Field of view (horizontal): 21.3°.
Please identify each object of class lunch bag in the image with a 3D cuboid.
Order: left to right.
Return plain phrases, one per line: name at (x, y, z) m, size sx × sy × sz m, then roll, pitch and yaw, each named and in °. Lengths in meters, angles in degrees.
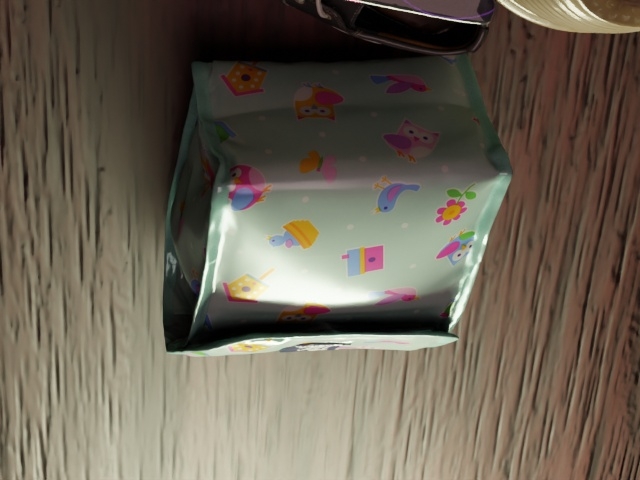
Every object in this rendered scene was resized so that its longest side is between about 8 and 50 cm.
lunch bag at (0.000, 0.000, 1.268) m, size 0.223 × 0.160 × 0.262 m, roll -2°, pitch 137°, yaw -16°

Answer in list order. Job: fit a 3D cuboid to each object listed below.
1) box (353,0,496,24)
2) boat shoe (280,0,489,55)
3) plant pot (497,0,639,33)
box at (-0.019, -0.243, 1.053) m, size 0.270 × 0.143 × 0.165 m, roll 10°, pitch 103°, yaw -13°
boat shoe at (0.012, -0.188, 1.180) m, size 0.233 × 0.079 × 0.084 m, roll 18°, pitch 121°, yaw -22°
plant pot at (0.213, -0.224, 1.164) m, size 0.237 × 0.110 × 0.237 m, roll -5°, pitch 132°, yaw -5°
